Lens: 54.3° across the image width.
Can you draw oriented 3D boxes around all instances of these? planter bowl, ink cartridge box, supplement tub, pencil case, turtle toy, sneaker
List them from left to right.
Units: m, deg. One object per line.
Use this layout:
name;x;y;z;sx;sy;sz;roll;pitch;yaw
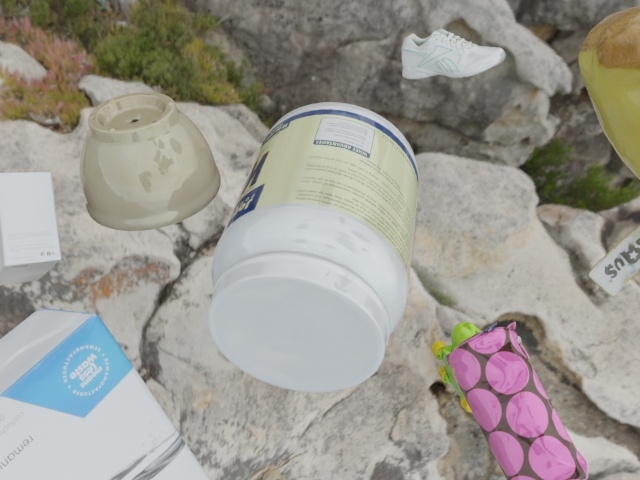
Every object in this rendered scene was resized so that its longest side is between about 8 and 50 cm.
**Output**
ink cartridge box;-0.119;0.137;0.321;0.104;0.060;0.180;-49;124;-41
planter bowl;-0.205;-0.102;0.720;0.162;0.109;0.162;-4;39;3
supplement tub;0.000;0.000;0.793;0.235;0.235;0.325;18;43;-3
sneaker;0.178;-0.259;0.862;0.152;0.061;0.054;7;33;33
turtle toy;0.209;0.175;0.895;0.066;0.130;0.095;-24;30;-7
pencil case;0.238;0.207;0.755;0.098;0.095;0.209;-20;69;-8

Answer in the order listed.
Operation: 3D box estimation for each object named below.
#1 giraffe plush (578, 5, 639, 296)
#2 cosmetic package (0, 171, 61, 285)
giraffe plush;0.209;-0.046;0.253;0.181;0.170;0.210;25;100;0
cosmetic package;-0.357;-0.007;0.744;0.060;0.239;0.099;-8;86;-30
